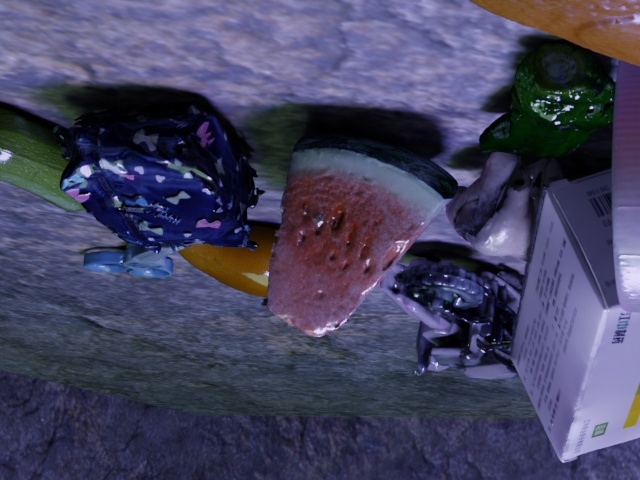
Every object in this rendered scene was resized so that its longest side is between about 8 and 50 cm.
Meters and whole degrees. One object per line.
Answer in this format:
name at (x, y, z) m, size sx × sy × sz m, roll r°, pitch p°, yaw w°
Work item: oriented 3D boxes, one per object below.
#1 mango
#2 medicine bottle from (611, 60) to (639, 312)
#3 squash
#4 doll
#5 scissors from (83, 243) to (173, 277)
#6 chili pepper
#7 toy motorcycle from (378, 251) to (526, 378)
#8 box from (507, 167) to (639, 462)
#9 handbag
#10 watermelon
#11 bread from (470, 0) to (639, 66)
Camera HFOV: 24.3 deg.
mango at (-0.096, 0.020, 1.818) m, size 0.184 × 0.084 × 0.102 m, roll 12°, pitch 165°, yaw -9°
medicine bottle at (0.362, -0.044, 1.027) m, size 0.302 × 0.241 × 0.241 m, roll 1°, pitch 166°, yaw 16°
squash at (-0.285, -0.080, 1.481) m, size 0.077 × 0.068 × 0.219 m, roll 2°, pitch 167°, yaw 32°
doll at (0.219, -0.026, 1.470) m, size 0.192 × 0.095 × 0.149 m, roll 8°, pitch 154°, yaw -26°
scissors at (-0.233, 0.021, 1.982) m, size 0.125 × 0.030 × 0.256 m, roll 8°, pitch 169°, yaw -21°
chili pepper at (0.192, -0.102, 1.241) m, size 0.098 × 0.061 × 0.224 m, roll -2°, pitch 165°, yaw -2°
toy motorcycle at (0.172, 0.103, 1.954) m, size 0.188 × 0.143 × 0.327 m, roll -3°, pitch 157°, yaw 31°
box at (0.299, 0.062, 1.419) m, size 0.173 × 0.145 × 0.333 m, roll -17°, pitch 148°, yaw -10°
handbag at (-0.152, -0.058, 1.443) m, size 0.162 × 0.113 × 0.260 m, roll -5°, pitch 164°, yaw 12°
watermelon at (0.000, 0.000, 1.448) m, size 0.148 × 0.226 × 0.318 m, roll 33°, pitch 151°, yaw -4°
bread at (0.197, -0.163, 0.846) m, size 0.246 × 0.121 × 0.174 m, roll 11°, pitch 164°, yaw -33°
